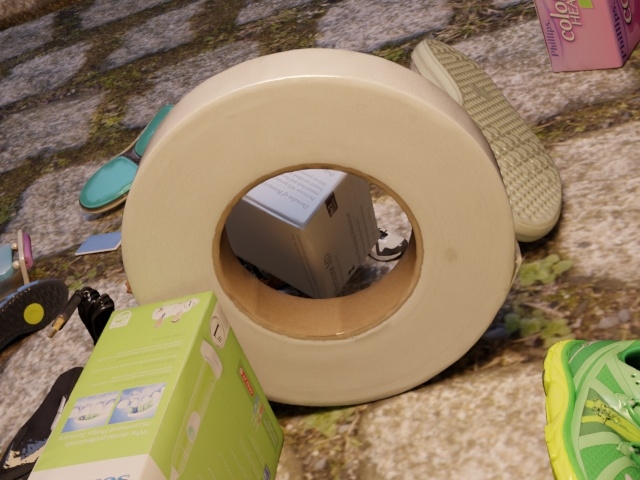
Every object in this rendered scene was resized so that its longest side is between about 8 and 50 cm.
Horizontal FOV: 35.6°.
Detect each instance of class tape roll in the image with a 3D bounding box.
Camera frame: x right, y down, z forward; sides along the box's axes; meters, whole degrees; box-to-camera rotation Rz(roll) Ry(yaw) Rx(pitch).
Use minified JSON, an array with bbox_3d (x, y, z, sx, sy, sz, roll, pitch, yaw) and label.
[{"bbox_3d":[0.000,0.000,1.000,0.392,0.392,0.072,-17,30,10],"label":"tape roll"}]

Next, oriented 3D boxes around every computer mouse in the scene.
[{"bbox_3d":[-0.283,0.177,1.131,0.060,0.184,0.262,10,38,16],"label":"computer mouse"}]

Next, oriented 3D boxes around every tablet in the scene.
[{"bbox_3d":[-0.356,0.004,1.627,0.083,0.006,0.054,-7,33,25],"label":"tablet"}]

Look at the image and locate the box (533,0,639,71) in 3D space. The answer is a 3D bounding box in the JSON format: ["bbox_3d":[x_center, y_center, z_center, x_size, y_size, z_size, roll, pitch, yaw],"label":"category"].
[{"bbox_3d":[0.434,-0.418,1.557,0.117,0.213,0.243,3,38,39],"label":"box"}]

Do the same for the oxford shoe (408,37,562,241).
[{"bbox_3d":[0.198,-0.122,1.343,0.130,0.169,0.449,-57,27,26],"label":"oxford shoe"}]

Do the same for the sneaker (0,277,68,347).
[{"bbox_3d":[-0.468,0.118,1.457,0.209,0.069,0.082,-40,30,-27],"label":"sneaker"}]

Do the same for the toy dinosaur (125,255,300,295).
[{"bbox_3d":[-0.108,0.006,1.323,0.322,0.164,0.218,-3,47,-1],"label":"toy dinosaur"}]

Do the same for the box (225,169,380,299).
[{"bbox_3d":[-0.041,-0.045,1.164,0.182,0.181,0.119,28,68,25],"label":"box"}]

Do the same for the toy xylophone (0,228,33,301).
[{"bbox_3d":[-0.600,0.085,1.581,0.323,0.081,0.236,-28,29,-14],"label":"toy xylophone"}]

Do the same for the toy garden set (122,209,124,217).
[{"bbox_3d":[-0.191,-0.115,1.664,0.204,0.049,0.244,4,39,39],"label":"toy garden set"}]

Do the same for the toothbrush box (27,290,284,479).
[{"bbox_3d":[-0.143,0.217,0.927,0.122,0.206,0.283,-13,31,16],"label":"toothbrush box"}]

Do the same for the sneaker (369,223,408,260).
[{"bbox_3d":[0.069,-0.004,1.309,0.109,0.043,0.040,13,44,44],"label":"sneaker"}]

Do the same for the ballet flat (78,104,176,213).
[{"bbox_3d":[-0.310,-0.128,1.733,0.248,0.086,0.086,-45,33,-6],"label":"ballet flat"}]

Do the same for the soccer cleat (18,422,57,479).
[{"bbox_3d":[-0.261,0.281,1.022,0.289,0.121,0.093,-59,5,-26],"label":"soccer cleat"}]

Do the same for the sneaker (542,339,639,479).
[{"bbox_3d":[0.255,0.171,0.825,0.123,0.109,0.295,-18,29,17],"label":"sneaker"}]
